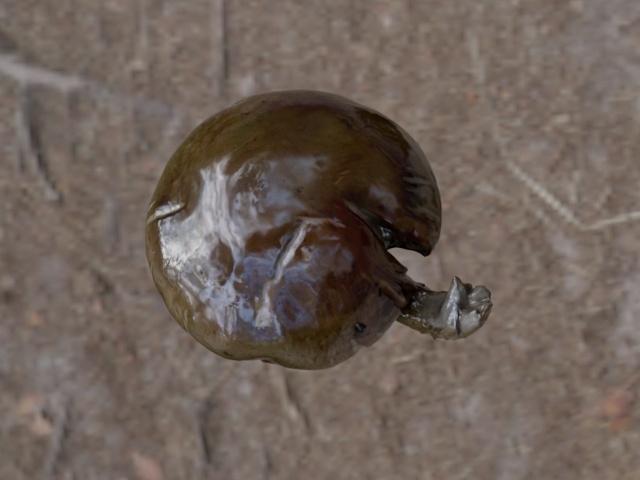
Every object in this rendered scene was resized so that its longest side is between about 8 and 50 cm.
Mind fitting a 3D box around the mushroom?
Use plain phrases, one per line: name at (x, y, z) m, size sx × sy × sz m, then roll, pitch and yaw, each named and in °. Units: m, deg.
mushroom at (0.000, 0.000, 0.853) m, size 0.170 × 0.080 × 0.135 m, roll 23°, pitch 79°, yaw 12°
